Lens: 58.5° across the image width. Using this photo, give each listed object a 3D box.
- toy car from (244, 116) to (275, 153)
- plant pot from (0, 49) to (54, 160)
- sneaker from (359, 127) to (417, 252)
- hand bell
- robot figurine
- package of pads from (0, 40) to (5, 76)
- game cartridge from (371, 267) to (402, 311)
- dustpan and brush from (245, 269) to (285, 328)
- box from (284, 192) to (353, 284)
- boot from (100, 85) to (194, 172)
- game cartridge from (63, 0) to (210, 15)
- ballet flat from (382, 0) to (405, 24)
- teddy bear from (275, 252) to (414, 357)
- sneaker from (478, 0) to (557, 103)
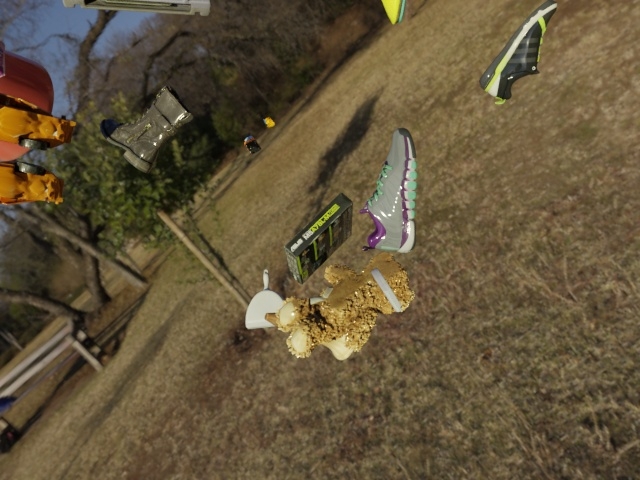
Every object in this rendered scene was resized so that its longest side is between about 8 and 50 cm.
[{"bbox_3d":[-0.167,-0.297,1.609,0.122,0.041,0.060,-37,-29,19],"label":"toy car"},{"bbox_3d":[-0.820,-0.351,1.339,0.275,0.275,0.243,-39,-23,13],"label":"plant pot"},{"bbox_3d":[0.119,-0.088,1.021,0.098,0.224,0.083,-1,5,-2],"label":"sneaker"},{"bbox_3d":[-0.034,0.224,1.490,0.126,0.241,0.126,-44,36,44],"label":"hand bell"},{"bbox_3d":[-0.540,-0.145,0.875,0.085,0.290,0.211,20,99,45],"label":"robot figurine"},{"bbox_3d":[-0.685,-0.387,1.190,0.031,0.083,0.050,-14,-18,13],"label":"package of pads"},{"bbox_3d":[0.110,0.081,0.968,0.017,0.056,0.083,-29,25,1],"label":"game cartridge"},{"bbox_3d":[-0.176,0.189,1.893,0.147,0.211,0.060,-5,-21,0],"label":"dustpan and brush"},{"bbox_3d":[0.000,0.000,1.322,0.184,0.045,0.191,-43,-18,-14],"label":"box"},{"bbox_3d":[-0.480,-0.335,1.597,0.229,0.263,0.091,-52,-26,8],"label":"boot"},{"bbox_3d":[-0.470,-0.688,1.471,0.354,0.230,0.068,-3,-22,-16],"label":"game cartridge"},{"bbox_3d":[0.123,-0.488,0.977,0.077,0.077,0.231,-47,-32,-88],"label":"ballet flat"},{"bbox_3d":[0.057,0.163,1.379,0.338,0.113,0.245,-36,40,-19],"label":"teddy bear"},{"bbox_3d":[0.452,-0.409,1.263,0.235,0.097,0.084,-53,-2,19],"label":"sneaker"}]
